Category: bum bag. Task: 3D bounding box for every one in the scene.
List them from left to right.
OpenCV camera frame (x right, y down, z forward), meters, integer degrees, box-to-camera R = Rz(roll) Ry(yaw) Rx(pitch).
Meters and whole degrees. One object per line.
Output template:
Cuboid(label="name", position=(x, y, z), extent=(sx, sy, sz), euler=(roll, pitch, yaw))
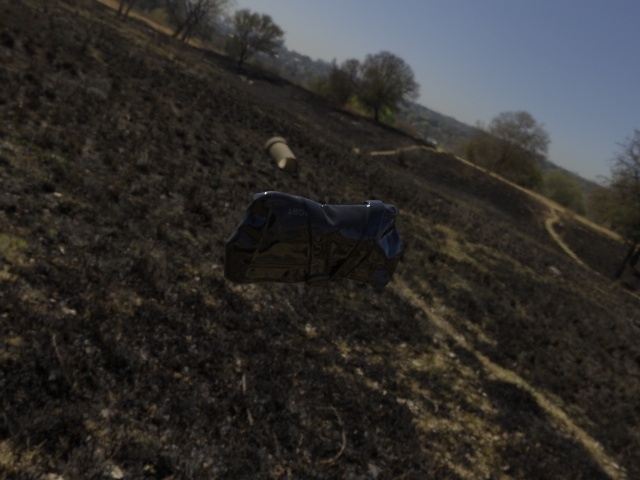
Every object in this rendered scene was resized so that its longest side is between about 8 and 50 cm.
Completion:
Cuboid(label="bum bag", position=(0.000, 0.000, 0.508), extent=(0.197, 0.087, 0.049), euler=(3, 20, -35))
